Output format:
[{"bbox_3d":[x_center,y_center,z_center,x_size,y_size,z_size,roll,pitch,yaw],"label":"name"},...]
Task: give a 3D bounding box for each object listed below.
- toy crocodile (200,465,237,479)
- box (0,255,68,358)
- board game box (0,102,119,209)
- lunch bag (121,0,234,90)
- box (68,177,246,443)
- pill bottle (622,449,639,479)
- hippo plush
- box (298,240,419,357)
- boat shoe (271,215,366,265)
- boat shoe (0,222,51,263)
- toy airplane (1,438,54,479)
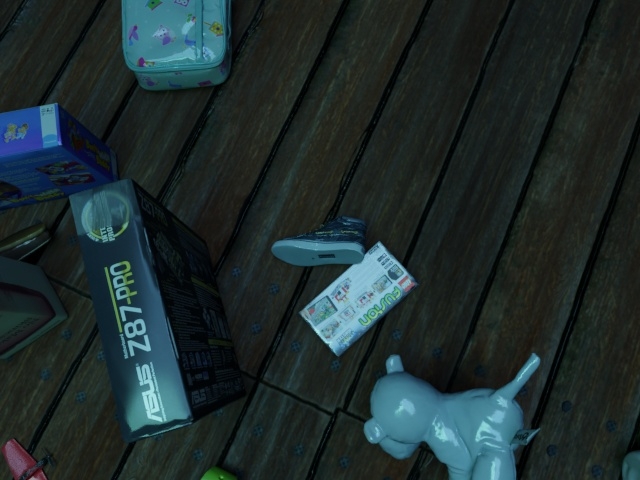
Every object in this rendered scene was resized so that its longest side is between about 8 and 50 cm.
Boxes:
[{"bbox_3d":[-0.221,0.561,0.861,0.115,0.105,0.341,12,83,4],"label":"toy crocodile"},{"bbox_3d":[-0.585,0.118,0.891,0.148,0.232,0.127,-35,79,-5],"label":"box"},{"bbox_3d":[-0.591,-0.136,0.945,0.347,0.233,0.078,-11,78,-1],"label":"board game box"},{"bbox_3d":[-0.290,-0.461,1.067,0.224,0.108,0.279,-4,78,1],"label":"lunch bag"},{"bbox_3d":[-0.225,0.116,0.797,0.097,0.395,0.318,-16,78,-2],"label":"box"},{"bbox_3d":[0.652,0.399,0.839,0.245,0.136,0.136,-9,78,0],"label":"pill bottle"},{"bbox_3d":[0.187,0.320,0.814,0.236,0.294,0.234,9,57,12],"label":"hippo plush"},{"bbox_3d":[0.072,0.111,0.970,0.207,0.036,0.114,-40,80,-6],"label":"box"},{"bbox_3d":[0.000,0.000,0.989,0.183,0.065,0.083,1,51,14],"label":"boat shoe"},{"bbox_3d":[-0.616,0.036,0.999,0.207,0.073,0.073,-25,116,0],"label":"boat shoe"},{"bbox_3d":[-0.552,0.441,0.926,0.151,0.028,0.151,0,79,1],"label":"toy airplane"}]
